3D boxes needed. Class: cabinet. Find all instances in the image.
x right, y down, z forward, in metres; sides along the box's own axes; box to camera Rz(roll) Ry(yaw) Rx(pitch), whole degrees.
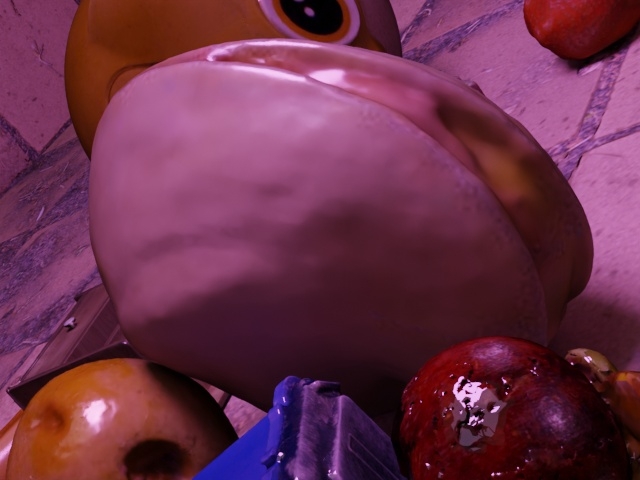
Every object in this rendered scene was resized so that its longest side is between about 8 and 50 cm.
[{"bbox_3d":[-0.209,0.131,1.374,0.215,0.148,0.175,-24,25,37],"label":"cabinet"}]

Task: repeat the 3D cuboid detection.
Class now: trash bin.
[{"bbox_3d":[-0.042,0.234,0.872,0.234,0.162,0.184,-36,20,21],"label":"trash bin"}]

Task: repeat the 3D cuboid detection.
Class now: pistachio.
[{"bbox_3d":[0.000,0.000,1.006,0.445,0.365,0.281,12,46,27],"label":"pistachio"}]

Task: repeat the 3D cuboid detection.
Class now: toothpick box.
[{"bbox_3d":[-0.103,-0.207,1.513,0.408,0.409,0.425,-29,6,24],"label":"toothpick box"}]

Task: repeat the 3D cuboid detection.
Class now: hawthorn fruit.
[{"bbox_3d":[0.303,-0.274,1.416,0.138,0.132,0.133,-46,15,28],"label":"hawthorn fruit"}]

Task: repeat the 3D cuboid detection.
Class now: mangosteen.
[{"bbox_3d":[0.139,0.136,0.788,0.180,0.166,0.166,-15,17,-11],"label":"mangosteen"}]

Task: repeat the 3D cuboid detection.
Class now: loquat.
[{"bbox_3d":[-0.169,0.201,1.065,0.213,0.213,0.213,-33,21,14],"label":"loquat"}]

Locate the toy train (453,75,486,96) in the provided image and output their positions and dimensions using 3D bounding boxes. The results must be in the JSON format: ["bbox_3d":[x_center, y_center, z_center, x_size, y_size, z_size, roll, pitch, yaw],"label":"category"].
[{"bbox_3d":[0.064,-0.048,1.263,0.304,0.150,0.221,-37,12,0],"label":"toy train"}]

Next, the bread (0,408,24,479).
[{"bbox_3d":[-0.333,0.227,1.482,0.239,0.074,0.092,-47,10,-24],"label":"bread"}]
